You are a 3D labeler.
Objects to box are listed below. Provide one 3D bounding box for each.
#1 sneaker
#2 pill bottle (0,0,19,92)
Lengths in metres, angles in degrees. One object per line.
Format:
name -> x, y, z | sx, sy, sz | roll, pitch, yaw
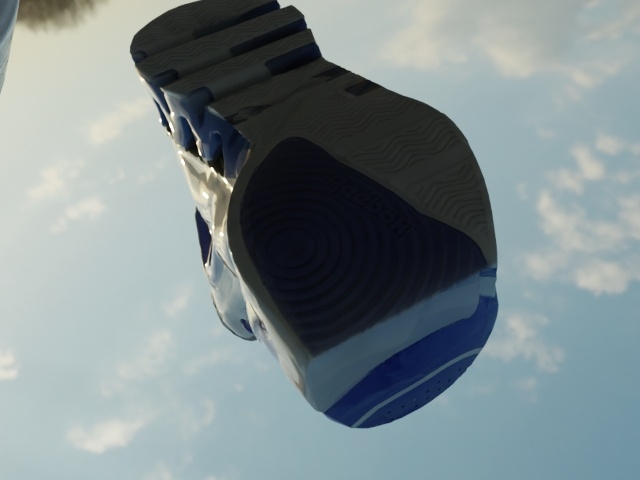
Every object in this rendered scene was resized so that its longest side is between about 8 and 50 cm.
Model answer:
sneaker -> -0.001, -0.001, 0.591 | 0.128, 0.182, 0.315 | -23, -139, -10
pill bottle -> -0.256, -0.121, 0.636 | 0.131, 0.131, 0.229 | -31, -178, -22
